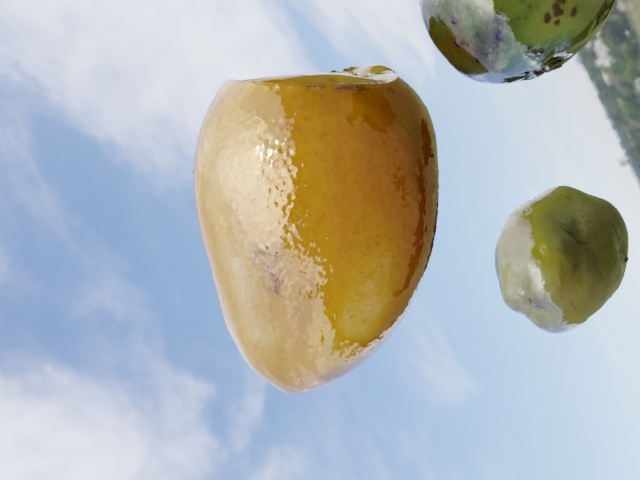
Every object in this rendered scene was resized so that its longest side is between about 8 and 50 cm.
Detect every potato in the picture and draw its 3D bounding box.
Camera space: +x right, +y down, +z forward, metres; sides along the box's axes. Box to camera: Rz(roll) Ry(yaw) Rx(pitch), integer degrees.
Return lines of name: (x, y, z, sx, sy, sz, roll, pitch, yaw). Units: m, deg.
potato: (0.302, 0.019, 0.923, 0.200, 0.154, 0.137, -42, -36, -35)

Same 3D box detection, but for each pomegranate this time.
pomegranate: (0.107, -0.162, 0.427, 0.114, 0.114, 0.142, -6, -103, -61)

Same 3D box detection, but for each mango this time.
mango: (0.000, 0.000, 0.569, 0.138, 0.187, 0.257, -122, 26, -74)
